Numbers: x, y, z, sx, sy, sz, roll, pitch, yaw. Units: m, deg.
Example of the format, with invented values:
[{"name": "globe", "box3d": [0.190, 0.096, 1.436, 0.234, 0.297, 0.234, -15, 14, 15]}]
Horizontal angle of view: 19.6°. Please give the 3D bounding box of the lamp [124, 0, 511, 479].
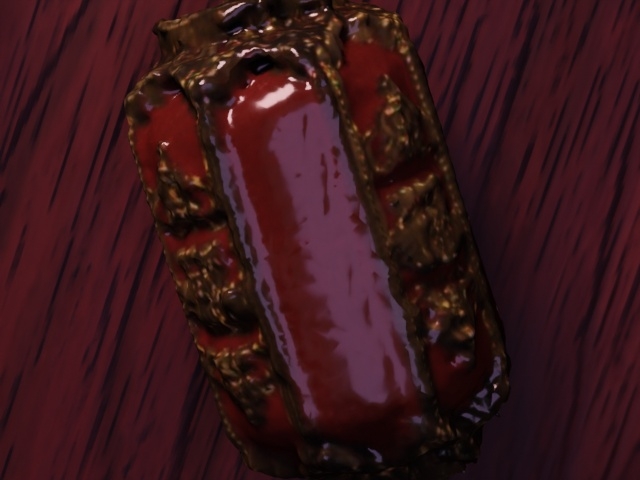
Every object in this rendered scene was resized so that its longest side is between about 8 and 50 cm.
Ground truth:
[{"name": "lamp", "box3d": [0.000, 0.000, 0.975, 0.177, 0.177, 0.274, -20, 97, 0]}]
